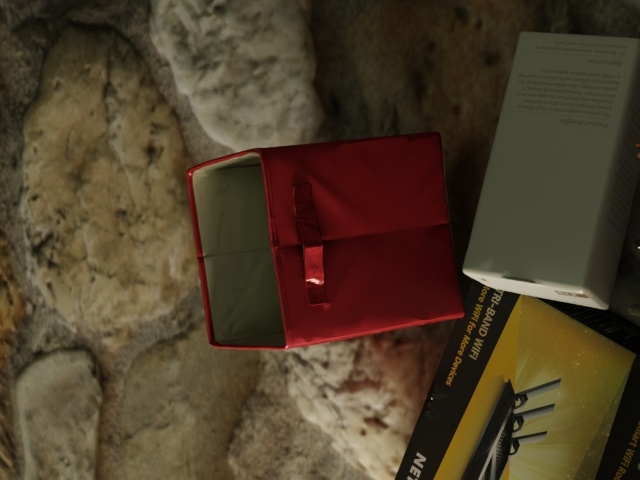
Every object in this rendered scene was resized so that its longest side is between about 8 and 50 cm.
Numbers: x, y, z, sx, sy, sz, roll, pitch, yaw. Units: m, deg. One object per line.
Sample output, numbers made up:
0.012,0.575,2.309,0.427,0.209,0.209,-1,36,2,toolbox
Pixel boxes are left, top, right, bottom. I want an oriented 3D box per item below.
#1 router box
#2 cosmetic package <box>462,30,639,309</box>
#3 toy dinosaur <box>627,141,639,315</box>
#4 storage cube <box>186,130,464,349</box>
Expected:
0.210,0.209,1.129,0.243,0.081,0.308,30,111,34,router box
0.216,-0.064,1.059,0.117,0.085,0.231,11,82,32,cosmetic package
0.370,0.016,0.932,0.322,0.164,0.218,52,136,-3,toy dinosaur
0.000,0.000,1.159,0.215,0.193,0.183,-8,90,64,storage cube
